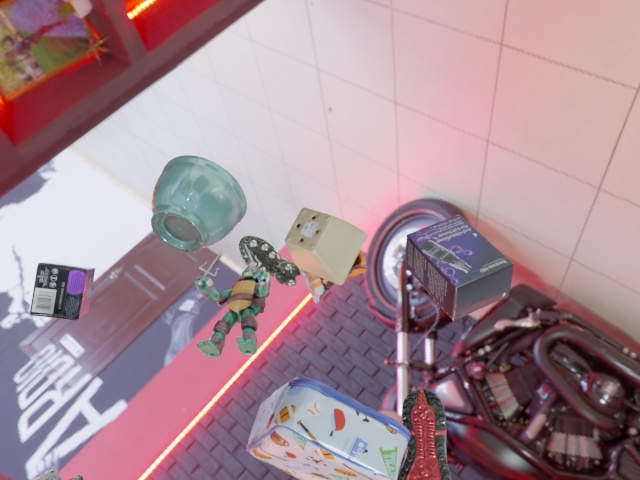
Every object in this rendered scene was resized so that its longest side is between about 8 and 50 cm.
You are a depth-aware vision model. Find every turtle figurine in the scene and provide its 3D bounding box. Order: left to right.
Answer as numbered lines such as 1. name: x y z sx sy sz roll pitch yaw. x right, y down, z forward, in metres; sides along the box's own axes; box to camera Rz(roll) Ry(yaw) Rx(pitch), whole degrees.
1. turtle figurine: -0.155 0.110 1.094 0.175 0.234 0.118 -22 133 28

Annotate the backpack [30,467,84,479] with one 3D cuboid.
1. backpack: -0.637 0.661 1.242 0.213 0.276 0.263 52 -174 -16

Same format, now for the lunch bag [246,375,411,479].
1. lunch bag: 0.009 0.352 0.986 0.243 0.115 0.303 26 149 -6

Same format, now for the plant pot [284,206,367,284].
1. plant pot: 0.000 0.000 1.016 0.109 0.109 0.096 19 165 39

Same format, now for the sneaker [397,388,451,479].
1. sneaker: 0.203 0.423 1.058 0.104 0.262 0.125 0 149 20

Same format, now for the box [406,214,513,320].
1. box: 0.310 0.057 1.286 0.207 0.153 0.108 52 156 45

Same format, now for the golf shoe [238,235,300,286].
1. golf shoe: -0.188 0.066 1.920 0.273 0.105 0.120 40 174 -37

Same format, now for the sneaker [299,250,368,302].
1. sneaker: 0.043 0.090 1.626 0.125 0.180 0.321 65 172 1

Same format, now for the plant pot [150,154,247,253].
1. plant pot: -0.399 -0.087 1.737 0.292 0.196 0.293 12 136 12

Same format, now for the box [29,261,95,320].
1. box: -0.822 0.158 1.818 0.143 0.166 0.270 9 175 -15
